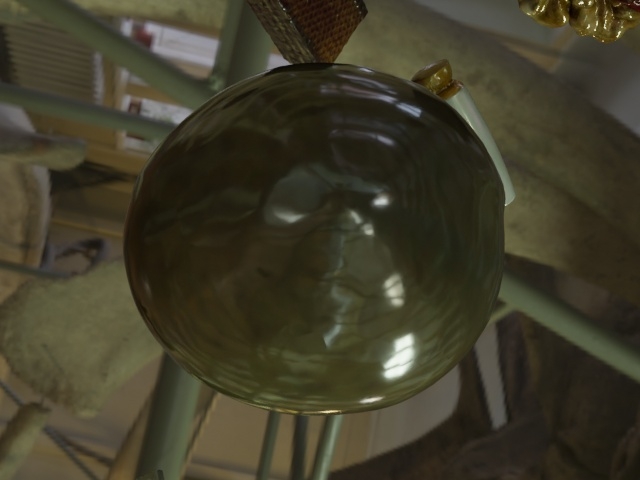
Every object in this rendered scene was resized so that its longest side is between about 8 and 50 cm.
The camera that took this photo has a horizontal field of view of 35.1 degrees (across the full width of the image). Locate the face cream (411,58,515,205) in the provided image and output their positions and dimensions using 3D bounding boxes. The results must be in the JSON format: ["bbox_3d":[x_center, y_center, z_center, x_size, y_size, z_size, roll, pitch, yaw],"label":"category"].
[{"bbox_3d":[0.164,-0.118,1.149,0.051,0.182,0.072,-37,-160,-14],"label":"face cream"}]

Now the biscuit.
[{"bbox_3d":[-0.022,-0.279,1.131,0.106,0.070,0.252,-58,160,-6],"label":"biscuit"}]

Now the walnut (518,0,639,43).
[{"bbox_3d":[0.322,-0.338,1.109,0.244,0.269,0.222,-58,-155,4],"label":"walnut"}]

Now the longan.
[{"bbox_3d":[0.000,0.000,0.849,0.319,0.318,0.319,-167,-90,-84],"label":"longan"}]

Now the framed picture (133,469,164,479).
[{"bbox_3d":[-0.245,0.420,1.313,0.150,0.015,0.203,-29,-119,23],"label":"framed picture"}]
